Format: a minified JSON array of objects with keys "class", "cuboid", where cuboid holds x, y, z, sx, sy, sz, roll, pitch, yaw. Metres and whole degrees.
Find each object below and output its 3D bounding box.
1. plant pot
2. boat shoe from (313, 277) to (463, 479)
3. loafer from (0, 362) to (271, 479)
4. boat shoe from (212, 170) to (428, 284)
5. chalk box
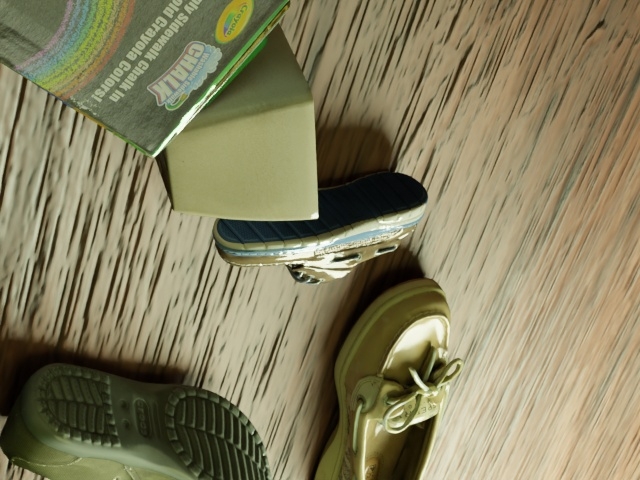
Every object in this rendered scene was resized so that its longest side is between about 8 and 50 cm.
[{"class":"plant pot","cuboid":[-0.064,-0.077,1.040,0.096,0.109,0.109,-12,134,-10]},{"class":"boat shoe","cuboid":[0.068,0.159,1.352,0.105,0.089,0.285,-12,133,-27]},{"class":"loafer","cuboid":[-0.143,0.162,1.219,0.251,0.094,0.087,26,134,-37]},{"class":"boat shoe","cuboid":[0.000,0.000,1.177,0.183,0.066,0.066,-10,133,-29]},{"class":"chalk box","cuboid":[-0.119,-0.151,0.906,0.132,0.132,0.213,-47,140,8]}]
